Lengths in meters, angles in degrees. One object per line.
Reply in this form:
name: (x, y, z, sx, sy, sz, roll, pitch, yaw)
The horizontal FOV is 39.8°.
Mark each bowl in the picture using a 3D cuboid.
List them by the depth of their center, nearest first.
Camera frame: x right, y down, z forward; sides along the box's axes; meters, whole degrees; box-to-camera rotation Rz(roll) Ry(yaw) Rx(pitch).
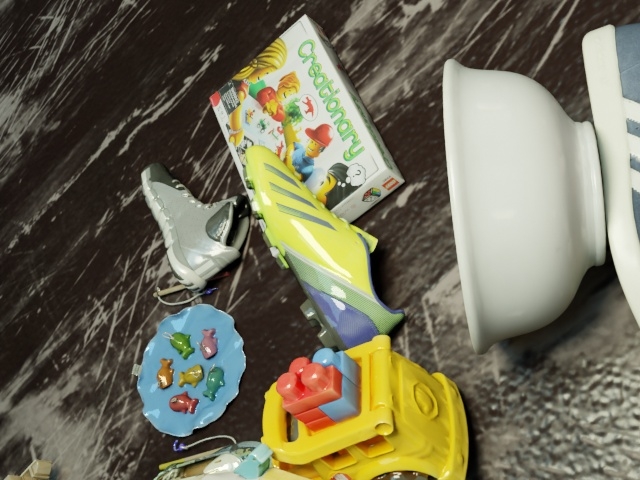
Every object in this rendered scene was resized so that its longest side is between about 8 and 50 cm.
bowl: (0.206, -0.039, 0.877, 0.134, 0.298, 0.297, -5, 68, 12)

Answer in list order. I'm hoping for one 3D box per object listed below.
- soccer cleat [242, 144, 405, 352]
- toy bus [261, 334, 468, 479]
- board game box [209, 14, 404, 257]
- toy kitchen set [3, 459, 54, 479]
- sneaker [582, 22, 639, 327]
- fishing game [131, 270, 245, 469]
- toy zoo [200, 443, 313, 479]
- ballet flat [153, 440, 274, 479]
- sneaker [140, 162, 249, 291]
soccer cleat: (0.000, 0.001, 1.075, 0.121, 0.093, 0.289, -28, 77, -3)
toy bus: (0.012, 0.194, 0.925, 0.220, 0.211, 0.149, -28, 40, 27)
board game box: (-0.028, -0.142, 1.206, 0.193, 0.053, 0.305, -38, 55, 19)
toy kitchen set: (-0.401, 0.365, 1.261, 0.068, 0.083, 0.075, -47, 52, 13)
sneaker: (0.352, -0.064, 0.857, 0.148, 0.131, 0.350, -9, 72, 21)
fishing game: (-0.186, 0.173, 1.210, 0.189, 0.041, 0.264, -17, 63, 28)
toy zoo: (-0.026, 0.344, 0.916, 0.192, 0.030, 0.293, -3, 111, 35)
ballet flat: (-0.139, 0.300, 1.106, 0.188, 0.070, 0.070, -26, 59, 29)
sneaker: (-0.167, -0.045, 1.264, 0.132, 0.086, 0.228, -32, 59, 9)
